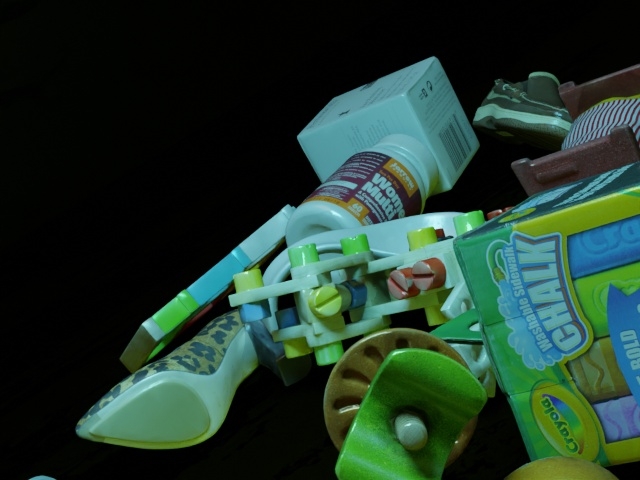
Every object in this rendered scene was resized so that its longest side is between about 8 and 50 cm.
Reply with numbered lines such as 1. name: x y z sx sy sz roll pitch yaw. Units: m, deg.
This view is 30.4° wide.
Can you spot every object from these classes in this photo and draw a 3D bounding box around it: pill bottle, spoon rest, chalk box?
1. pill bottle: 0.059 -0.044 1.494 0.121 0.121 0.221 -14 22 41
2. spoon rest: 0.058 0.019 1.308 0.276 0.084 0.137 -20 23 -12
3. chalk box: 0.218 0.043 0.815 0.288 0.179 0.180 -19 2 33

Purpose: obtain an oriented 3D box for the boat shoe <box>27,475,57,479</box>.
1. boat shoe: -0.349 0.324 1.086 0.105 0.113 0.306 -27 13 29

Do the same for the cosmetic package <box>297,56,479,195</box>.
1. cosmetic package: 0.098 -0.140 1.662 0.183 0.151 0.151 -18 19 31

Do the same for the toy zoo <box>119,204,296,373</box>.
1. toy zoo: -0.128 0.052 1.525 0.293 0.030 0.192 -40 -2 -26

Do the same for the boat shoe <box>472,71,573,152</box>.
1. boat shoe: 0.276 -0.178 1.539 0.095 0.095 0.257 -65 20 1

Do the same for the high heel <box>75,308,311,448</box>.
1. high heel: -0.159 0.149 1.301 0.261 0.093 0.186 -17 18 -21

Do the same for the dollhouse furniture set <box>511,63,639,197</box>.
1. dollhouse furniture set: 0.391 -0.100 1.069 0.374 0.152 0.201 -18 19 31

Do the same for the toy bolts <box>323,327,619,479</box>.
1. toy bolts: 0.073 0.191 0.774 0.229 0.218 0.158 -61 2 3

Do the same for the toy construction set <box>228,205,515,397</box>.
1. toy construction set: 0.086 0.049 1.125 0.215 0.151 0.327 -10 10 -39
